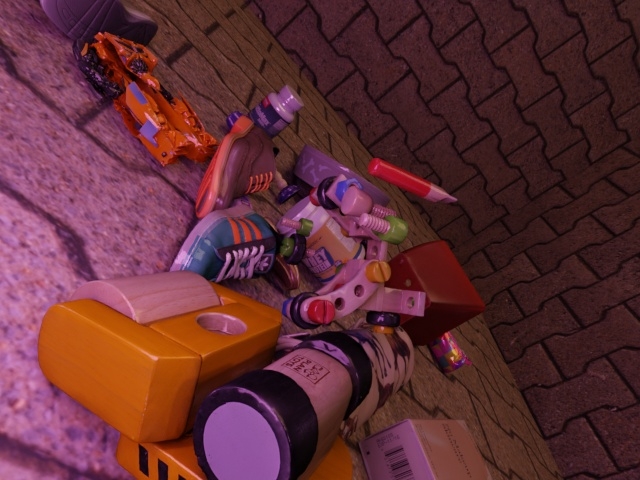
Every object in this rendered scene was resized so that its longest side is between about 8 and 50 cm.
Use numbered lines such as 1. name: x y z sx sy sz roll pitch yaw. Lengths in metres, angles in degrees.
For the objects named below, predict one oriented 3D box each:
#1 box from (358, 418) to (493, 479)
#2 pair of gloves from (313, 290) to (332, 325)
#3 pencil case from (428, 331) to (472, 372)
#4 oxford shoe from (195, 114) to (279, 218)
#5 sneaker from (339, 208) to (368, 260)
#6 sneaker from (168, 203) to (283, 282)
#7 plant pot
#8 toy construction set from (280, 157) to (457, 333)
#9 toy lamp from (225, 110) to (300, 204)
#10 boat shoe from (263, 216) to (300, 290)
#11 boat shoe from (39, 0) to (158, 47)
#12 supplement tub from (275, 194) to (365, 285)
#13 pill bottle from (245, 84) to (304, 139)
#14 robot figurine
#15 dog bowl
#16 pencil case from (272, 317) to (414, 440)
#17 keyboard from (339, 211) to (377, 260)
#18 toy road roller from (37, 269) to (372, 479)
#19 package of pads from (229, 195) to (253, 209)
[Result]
1. box: 0.223 0.452 0.813 0.311 0.121 0.147 29 32 -49
2. pair of gloves: 0.004 0.160 0.949 0.083 0.010 0.074 54 19 -8
3. pencil case: 0.442 0.360 1.461 0.236 0.104 0.104 59 21 18
4. oxford shoe: -0.158 -0.151 0.846 0.133 0.130 0.363 29 36 -15
5. sneaker: 0.119 -0.010 1.357 0.227 0.087 0.130 49 14 -29
6. sneaker: -0.139 0.016 0.685 0.121 0.108 0.302 32 20 1
7. plant pot: 0.293 0.163 1.258 0.236 0.267 0.267 9 48 -46
8. toy construction set: 0.097 0.020 0.650 0.238 0.309 0.257 18 52 -24
9. toy lamp: -0.161 -0.232 1.106 0.274 0.080 0.080 53 20 -4
10. boat shoe: -0.105 0.033 0.854 0.060 0.064 0.177 -19 71 -37
11. boat shoe: -0.447 -0.465 0.804 0.103 0.118 0.320 45 18 -8
12. supplement tub: 0.000 0.000 0.999 0.199 0.144 0.144 48 21 -16
13. pill bottle: -0.144 -0.390 1.239 0.108 0.180 0.108 45 22 -24
14. robot figurine: -0.335 -0.280 0.788 0.291 0.085 0.211 54 20 -2
15. dog bowl: 0.064 -0.181 1.318 0.349 0.102 0.349 33 7 -4
16. pencil case: 0.039 0.227 0.711 0.410 0.160 0.183 10 62 -62
17. keyboard: 0.082 0.022 1.134 0.033 0.201 0.317 -11 58 -25
18. toy road roller: -0.125 0.191 0.429 0.330 0.240 0.203 22 10 22
19. package of pads: -0.177 -0.076 0.891 0.050 0.032 0.083 19 40 -52
